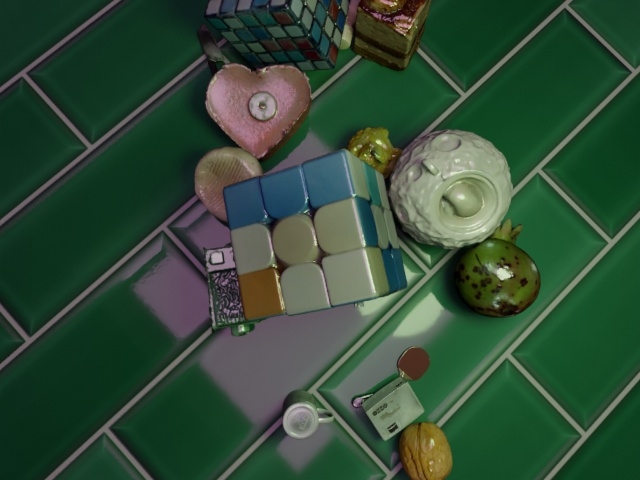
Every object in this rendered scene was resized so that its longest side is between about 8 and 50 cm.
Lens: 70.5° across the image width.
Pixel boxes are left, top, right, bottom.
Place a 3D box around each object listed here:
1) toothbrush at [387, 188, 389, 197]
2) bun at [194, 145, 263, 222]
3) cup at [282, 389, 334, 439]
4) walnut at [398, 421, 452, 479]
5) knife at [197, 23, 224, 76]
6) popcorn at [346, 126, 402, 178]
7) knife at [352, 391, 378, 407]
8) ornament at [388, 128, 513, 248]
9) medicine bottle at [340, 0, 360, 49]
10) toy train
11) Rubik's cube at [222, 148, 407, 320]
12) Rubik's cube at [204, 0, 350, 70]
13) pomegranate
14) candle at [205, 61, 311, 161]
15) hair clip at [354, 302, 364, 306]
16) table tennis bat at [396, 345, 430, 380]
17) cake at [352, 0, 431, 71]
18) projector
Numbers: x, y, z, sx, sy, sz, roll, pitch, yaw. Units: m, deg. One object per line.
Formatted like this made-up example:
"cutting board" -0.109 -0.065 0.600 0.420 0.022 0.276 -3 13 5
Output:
"toothbrush" 0.115 -0.076 1.406 0.276 0.019 0.025 -36 80 -7
"bun" -0.259 -0.172 1.337 0.231 0.133 0.231 6 107 19
"cup" -0.040 0.477 1.264 0.136 0.133 0.099 -20 87 -5
"walnut" 0.292 0.597 1.266 0.144 0.144 0.180 -21 89 -6
"knife" -0.345 -0.599 1.456 0.060 0.028 0.230 -18 80 -18
"popcorn" 0.163 -0.261 1.384 0.174 0.142 0.173 4 57 -5
"knife" 0.151 0.465 1.333 0.121 0.018 0.031 -12 76 -5
"ornament" 0.358 -0.149 1.281 0.337 0.337 0.337 0 82 -3
"medicine bottle" 0.084 -0.743 1.449 0.114 0.114 0.252 11 81 -1
"toy train" -0.240 0.133 1.274 0.159 0.188 0.271 -7 81 -5
"Rubik's cube" 0.000 0.000 1.176 0.344 0.346 0.346 -15 84 22
"Rubik's cube" -0.108 -0.685 1.299 0.292 0.287 0.293 7 80 27
"pomegranate" 0.503 0.068 1.305 0.242 0.242 0.305 2 74 -3
"candle" -0.177 -0.386 1.385 0.317 0.131 0.287 -4 90 5
"hair clip" 0.119 0.143 1.367 0.030 0.039 0.115 0 80 -9
"table tennis bat" 0.262 0.388 1.354 0.087 0.013 0.156 41 80 1
"cake" 0.223 -0.681 1.361 0.199 0.293 0.196 29 82 5
"projector" 0.207 0.481 1.304 0.147 0.061 0.115 -33 100 -8
